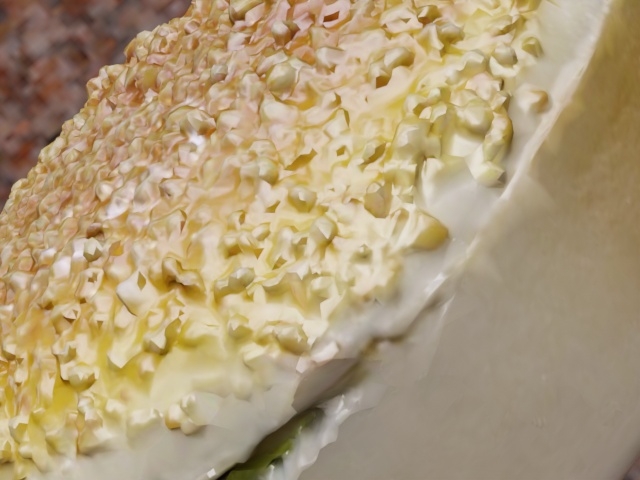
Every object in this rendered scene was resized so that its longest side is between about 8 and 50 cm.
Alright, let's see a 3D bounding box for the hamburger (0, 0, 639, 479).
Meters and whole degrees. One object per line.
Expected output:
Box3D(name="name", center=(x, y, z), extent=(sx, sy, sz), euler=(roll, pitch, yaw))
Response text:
Box3D(name="hamburger", center=(0.000, 0.000, 0.616), extent=(0.302, 0.170, 0.302), euler=(-46, 20, 23))
